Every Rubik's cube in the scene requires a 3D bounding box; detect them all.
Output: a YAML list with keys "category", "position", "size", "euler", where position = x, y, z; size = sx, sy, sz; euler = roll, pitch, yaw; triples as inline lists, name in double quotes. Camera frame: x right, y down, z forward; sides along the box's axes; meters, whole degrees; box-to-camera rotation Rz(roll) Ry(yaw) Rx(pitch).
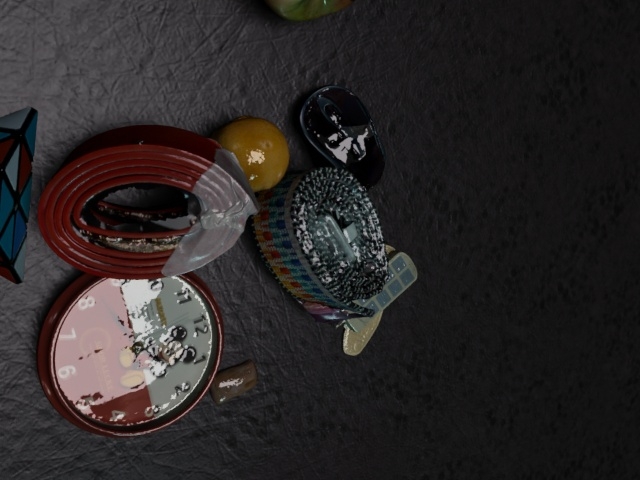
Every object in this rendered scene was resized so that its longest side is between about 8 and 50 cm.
- category: "Rubik's cube"
  position: [-0.473, -0.011, 0.950]
  size: [0.284, 0.250, 0.234]
  euler: [-31, 133, -27]

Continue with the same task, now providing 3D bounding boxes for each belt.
- category: "belt"
  position: [0.000, 0.000, 1.226]
  size: [0.295, 0.161, 0.206]
  euler: [55, 55, -28]
- category: "belt"
  position: [-0.260, -0.061, 1.015]
  size: [0.324, 0.115, 0.227]
  euler: [-7, 117, -5]

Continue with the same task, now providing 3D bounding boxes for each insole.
- category: "insole"
  position: [0.108, 0.128, 1.394]
  size: [0.081, 0.011, 0.247]
  euler: [20, 89, -31]

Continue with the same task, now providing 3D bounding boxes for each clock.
- category: "clock"
  position: [-0.316, 0.182, 1.120]
  size: [0.319, 0.080, 0.318]
  euler: [-3, 96, -31]

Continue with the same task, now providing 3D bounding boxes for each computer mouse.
- category: "computer mouse"
  position: [0.048, -0.183, 1.249]
  size: [0.137, 0.096, 0.233]
  euler: [-45, 119, -15]

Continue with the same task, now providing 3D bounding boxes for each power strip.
- category: "power strip"
  position: [0.115, 0.109, 1.370]
  size: [0.227, 0.029, 0.080]
  euler: [-41, 114, -16]

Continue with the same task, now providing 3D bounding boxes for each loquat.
- category: "loquat"
  position: [-0.126, -0.147, 1.130]
  size: [0.141, 0.141, 0.141]
  euler: [-6, 103, -29]

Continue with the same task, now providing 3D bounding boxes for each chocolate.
- category: "chocolate"
  position: [-0.161, 0.276, 1.257]
  size: [0.101, 0.031, 0.064]
  euler: [-18, 113, -28]

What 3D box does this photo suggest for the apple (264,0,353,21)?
- category: "apple"
  position: [-0.023, -0.482, 1.107]
  size: [0.207, 0.174, 0.188]
  euler: [-14, 87, -25]
